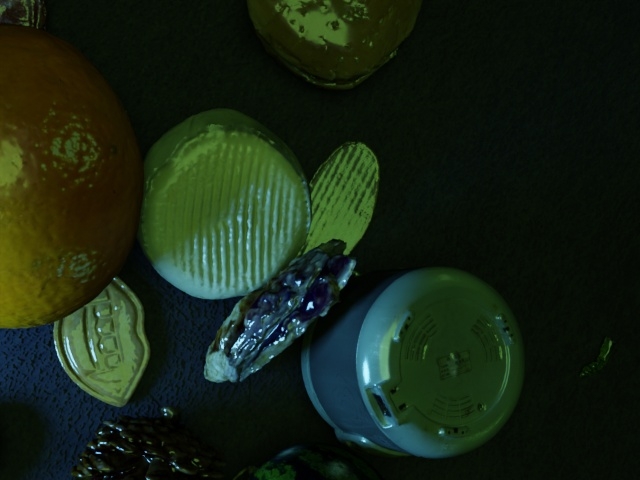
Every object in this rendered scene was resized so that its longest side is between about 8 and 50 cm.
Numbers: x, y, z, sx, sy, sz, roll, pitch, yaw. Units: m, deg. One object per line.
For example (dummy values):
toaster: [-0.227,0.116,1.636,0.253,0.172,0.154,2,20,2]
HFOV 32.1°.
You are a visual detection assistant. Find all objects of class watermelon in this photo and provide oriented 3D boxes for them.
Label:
watermelon: [-0.010,0.416,1.602,0.269,0.269,0.269,1,85,-7]

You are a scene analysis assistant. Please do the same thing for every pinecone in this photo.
pinecone: [-0.256,0.367,1.599,0.224,0.224,0.272,24,86,-5]

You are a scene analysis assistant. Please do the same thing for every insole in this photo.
insole: [0.000,0.000,1.767,0.119,0.009,0.348,28,82,-5]

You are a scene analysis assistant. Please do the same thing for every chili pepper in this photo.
chili pepper: [0.451,0.193,1.803,0.083,0.022,0.027,-51,126,-9]

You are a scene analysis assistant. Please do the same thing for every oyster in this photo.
oyster: [-0.058,0.100,1.638,0.271,0.275,0.100,-43,89,-20]

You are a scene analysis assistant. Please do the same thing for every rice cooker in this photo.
rice cooker: [0.130,0.178,1.635,0.288,0.277,0.288,2,84,-25]

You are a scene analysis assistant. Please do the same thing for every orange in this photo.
orange: [-0.447,-0.081,1.518,0.424,0.326,0.423,9,107,31]

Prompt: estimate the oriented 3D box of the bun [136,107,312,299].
bun: [-0.153,-0.055,1.674,0.287,0.146,0.287,-5,108,-17]

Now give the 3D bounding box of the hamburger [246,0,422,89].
hamburger: [0.028,-0.389,1.742,0.260,0.144,0.283,31,76,-1]

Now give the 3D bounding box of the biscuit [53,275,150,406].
biscuit: [-0.334,0.147,1.701,0.142,0.029,0.220,-7,86,-8]

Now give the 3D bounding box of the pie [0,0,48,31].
pie: [-0.511,-0.351,1.714,0.182,0.049,0.182,0,89,-10]
